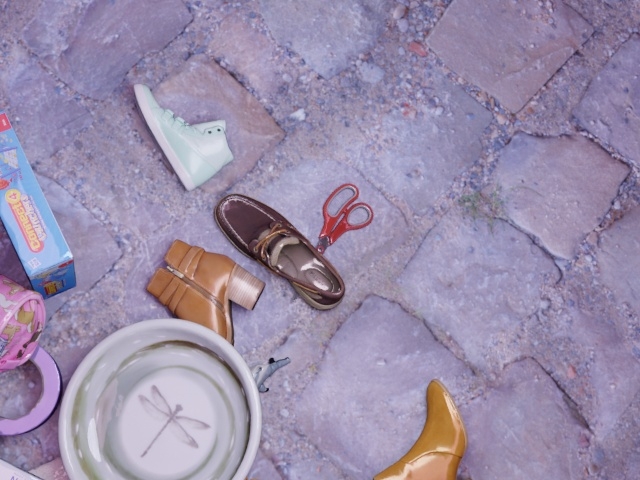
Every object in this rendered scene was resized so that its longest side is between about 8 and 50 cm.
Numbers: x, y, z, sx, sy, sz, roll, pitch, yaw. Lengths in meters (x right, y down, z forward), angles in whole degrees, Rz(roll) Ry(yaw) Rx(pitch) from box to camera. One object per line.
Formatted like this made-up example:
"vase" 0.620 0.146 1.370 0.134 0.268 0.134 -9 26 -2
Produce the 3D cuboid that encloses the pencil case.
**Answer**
"pencil case" -0.724 0.113 1.745 0.386 0.160 0.167 22 40 11

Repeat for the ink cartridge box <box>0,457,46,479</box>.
"ink cartridge box" -0.654 0.508 1.708 0.223 0.045 0.224 29 74 -8

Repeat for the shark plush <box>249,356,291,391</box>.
"shark plush" -0.134 0.297 1.939 0.161 0.073 0.067 -39 109 -36

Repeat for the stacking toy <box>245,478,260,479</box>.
"stacking toy" -0.209 0.506 1.828 0.301 0.175 0.166 30 72 7

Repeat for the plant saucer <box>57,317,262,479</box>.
"plant saucer" -0.302 0.355 1.776 0.400 0.100 0.401 -2 74 8

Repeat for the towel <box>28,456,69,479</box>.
"towel" -0.460 0.499 1.801 0.282 0.049 0.187 -25 73 -16

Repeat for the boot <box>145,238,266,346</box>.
"boot" -0.270 0.152 1.901 0.220 0.109 0.283 27 86 3

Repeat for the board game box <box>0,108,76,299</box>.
"board game box" -0.577 -0.055 1.774 0.086 0.302 0.308 -25 84 -17

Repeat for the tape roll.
"tape roll" -0.610 0.290 1.814 0.188 0.080 0.189 2 77 -11

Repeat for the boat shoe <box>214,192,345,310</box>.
"boat shoe" -0.083 0.013 1.944 0.342 0.123 0.123 43 78 5

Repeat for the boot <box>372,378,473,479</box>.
"boot" 0.206 0.459 1.932 0.211 0.104 0.295 -15 86 -14

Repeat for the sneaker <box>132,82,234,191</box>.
"sneaker" -0.291 -0.250 1.978 0.151 0.094 0.256 -32 96 -10

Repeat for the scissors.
"scissors" 0.000 0.000 2.029 0.109 0.021 0.297 44 75 -2
